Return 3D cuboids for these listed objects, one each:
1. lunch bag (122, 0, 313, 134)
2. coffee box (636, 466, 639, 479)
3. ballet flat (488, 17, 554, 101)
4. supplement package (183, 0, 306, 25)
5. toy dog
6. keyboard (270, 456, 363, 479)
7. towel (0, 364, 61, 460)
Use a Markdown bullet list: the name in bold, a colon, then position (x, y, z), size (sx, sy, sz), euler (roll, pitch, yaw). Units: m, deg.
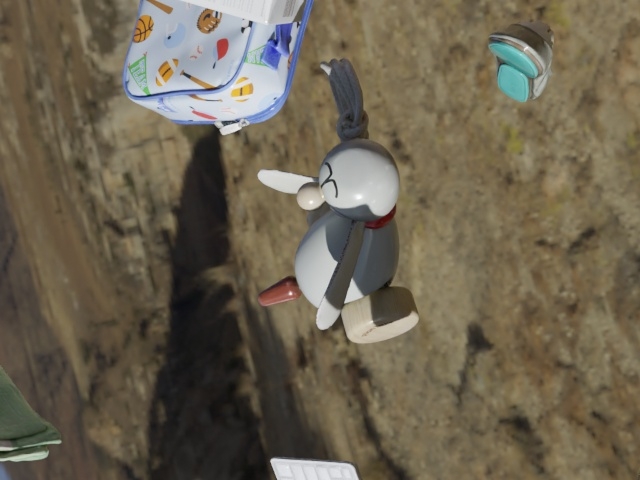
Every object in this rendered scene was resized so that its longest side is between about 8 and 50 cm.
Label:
- **lunch bag**: position (-0.113, -0.282, 1.431), size (0.243, 0.115, 0.303), euler (2, 73, 40)
- **coffee box**: position (0.199, 0.167, 0.670), size (0.113, 0.040, 0.184), euler (-22, -57, -69)
- **ballet flat**: position (0.224, -0.208, 1.254), size (0.072, 0.068, 0.213), euler (34, 180, 11)
- **supplement package**: position (-0.135, -0.332, 1.250), size (0.139, 0.244, 0.134), euler (-37, -37, -71)
- **toy dog**: position (0.000, 0.000, 1.160), size (0.333, 0.161, 0.220), euler (74, 175, -49)
- **keyboard**: position (0.030, 0.271, 0.903), size (0.014, 0.072, 0.256), euler (-57, -45, -53)
- **towel**: position (-0.408, 0.111, 0.963), size (0.248, 0.325, 0.038), euler (35, 108, 44)
